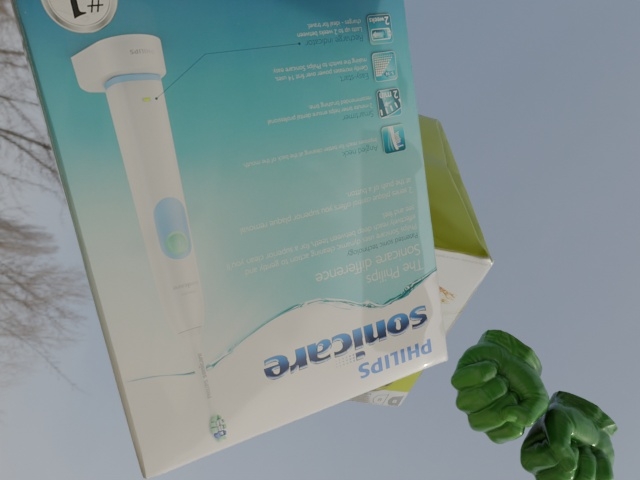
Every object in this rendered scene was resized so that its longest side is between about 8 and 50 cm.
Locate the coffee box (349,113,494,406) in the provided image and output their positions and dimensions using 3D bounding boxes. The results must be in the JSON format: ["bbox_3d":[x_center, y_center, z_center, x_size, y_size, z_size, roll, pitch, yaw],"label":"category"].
[{"bbox_3d":[0.000,0.000,0.856,0.338,0.338,0.334,-93,-163,-48],"label":"coffee box"}]

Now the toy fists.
[{"bbox_3d":[0.321,0.264,0.842,0.142,0.279,0.096,-49,-179,-29],"label":"toy fists"}]

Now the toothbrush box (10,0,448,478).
[{"bbox_3d":[-0.052,-0.036,0.374,0.126,0.217,0.295,16,-60,64],"label":"toothbrush box"}]
